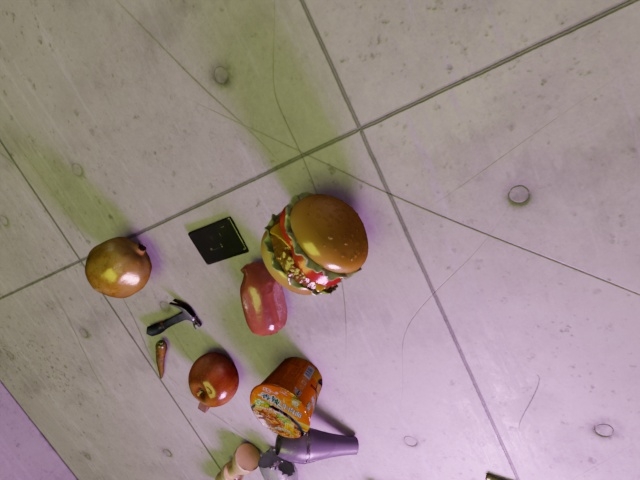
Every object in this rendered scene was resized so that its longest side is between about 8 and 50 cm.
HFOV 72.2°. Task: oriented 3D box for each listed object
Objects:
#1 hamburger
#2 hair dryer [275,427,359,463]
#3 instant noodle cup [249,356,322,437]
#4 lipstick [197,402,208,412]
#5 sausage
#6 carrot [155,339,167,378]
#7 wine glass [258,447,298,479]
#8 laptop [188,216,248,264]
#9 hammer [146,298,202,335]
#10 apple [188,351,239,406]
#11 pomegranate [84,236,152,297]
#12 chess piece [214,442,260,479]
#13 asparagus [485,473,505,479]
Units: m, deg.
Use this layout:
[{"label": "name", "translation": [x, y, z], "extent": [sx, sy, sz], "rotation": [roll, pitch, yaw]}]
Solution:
[{"label": "hamburger", "translation": [0.000, 0.000, 1.155], "extent": [0.274, 0.274, 0.212], "rotation": [49, 131, -5]}, {"label": "hair dryer", "translation": [-0.056, 0.780, 1.661], "extent": [0.300, 0.121, 0.361], "rotation": [10, 151, -20]}, {"label": "instant noodle cup", "translation": [-0.106, 0.529, 1.522], "extent": [0.230, 0.182, 0.231], "rotation": [10, 119, 19]}, {"label": "lipstick", "translation": [-0.471, 0.657, 1.836], "extent": [0.045, 0.045, 0.146], "rotation": [31, 122, 8]}, {"label": "sausage", "translation": [-0.186, 0.198, 1.417], "extent": [0.148, 0.148, 0.255], "rotation": [2, 115, 23]}, {"label": "carrot", "translation": [-0.673, 0.506, 1.853], "extent": [0.049, 0.049, 0.255], "rotation": [24, 126, 12]}, {"label": "wine glass", "translation": [-0.133, 1.009, 1.805], "extent": [0.143, 0.143, 0.321], "rotation": [-23, 104, 31]}, {"label": "laptop", "translation": [-0.342, 0.006, 1.464], "extent": [0.197, 0.016, 0.135], "rotation": [-18, 108, 30]}, {"label": "hammer", "translation": [-0.598, 0.318, 1.724], "extent": [0.289, 0.037, 0.137], "rotation": [-25, 104, 32]}, {"label": "apple", "translation": [-0.411, 0.536, 1.676], "extent": [0.201, 0.162, 0.202], "rotation": [11, 121, 18]}, {"label": "pomegranate", "translation": [-0.716, 0.099, 1.563], "extent": [0.232, 0.233, 0.234], "rotation": [10, 119, 19]}, {"label": "chess piece", "translation": [-0.391, 1.043, 1.960], "extent": [0.117, 0.117, 0.397], "rotation": [36, 126, 4]}, {"label": "asparagus", "translation": [0.662, 0.802, 1.414], "extent": [0.248, 0.025, 0.025], "rotation": [8, 76, 21]}]
